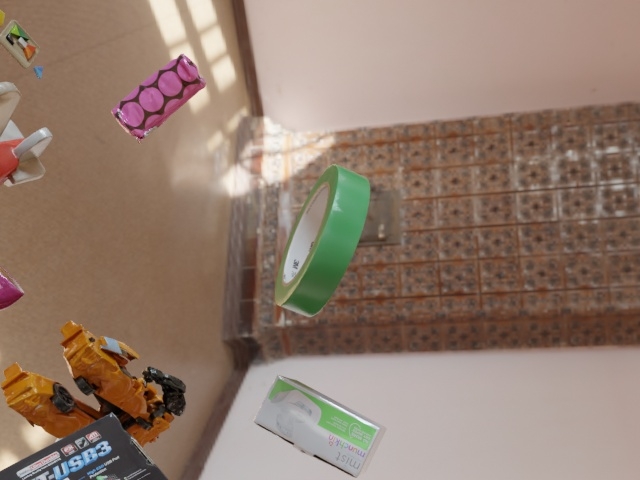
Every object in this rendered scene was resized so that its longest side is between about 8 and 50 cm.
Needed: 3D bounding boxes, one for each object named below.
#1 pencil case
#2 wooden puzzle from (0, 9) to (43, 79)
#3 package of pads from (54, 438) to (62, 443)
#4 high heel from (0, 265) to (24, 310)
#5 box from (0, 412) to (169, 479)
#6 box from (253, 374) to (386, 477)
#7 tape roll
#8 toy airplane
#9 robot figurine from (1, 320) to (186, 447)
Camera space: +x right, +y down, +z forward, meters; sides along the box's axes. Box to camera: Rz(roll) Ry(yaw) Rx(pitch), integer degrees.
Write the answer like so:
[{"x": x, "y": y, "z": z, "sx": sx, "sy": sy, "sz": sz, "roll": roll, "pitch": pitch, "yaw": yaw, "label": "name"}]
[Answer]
[{"x": -0.344, "y": -0.307, "z": 1.711, "sx": 0.098, "sy": 0.209, "sz": 0.095, "roll": 47, "pitch": -2, "yaw": 26, "label": "pencil case"}, {"x": -0.508, "y": -0.334, "z": 1.335, "sx": 0.116, "sy": 0.014, "sz": 0.079, "roll": 48, "pitch": 28, "yaw": -37, "label": "wooden puzzle"}, {"x": -0.443, "y": 0.518, "z": 1.435, "sx": 0.297, "sy": 0.229, "sz": 0.101, "roll": -62, "pitch": 155, "yaw": -13, "label": "package of pads"}, {"x": -0.553, "y": -0.002, "z": 1.269, "sx": 0.082, "sy": 0.117, "sz": 0.244, "roll": 39, "pitch": 34, "yaw": -74, "label": "high heel"}, {"x": -0.295, "y": 0.379, "z": 0.928, "sx": 0.295, "sy": 0.293, "sz": 0.073, "roll": -24, "pitch": 137, "yaw": -38, "label": "box"}, {"x": 0.004, "y": 0.427, "z": 1.815, "sx": 0.127, "sy": 0.261, "sz": 0.231, "roll": -62, "pitch": 166, "yaw": -8, "label": "box"}, {"x": 0.000, "y": 0.000, "z": 1.674, "sx": 0.321, "sy": 0.077, "sz": 0.321, "roll": -158, "pitch": -90, "yaw": -77, "label": "tape roll"}, {"x": -0.723, "y": -0.152, "z": 1.548, "sx": 0.272, "sy": 0.386, "sz": 0.384, "roll": 41, "pitch": -7, "yaw": -12, "label": "toy airplane"}, {"x": -0.333, "y": 0.243, "z": 1.208, "sx": 0.085, "sy": 0.211, "sz": 0.291, "roll": 52, "pitch": -3, "yaw": 38, "label": "robot figurine"}]
